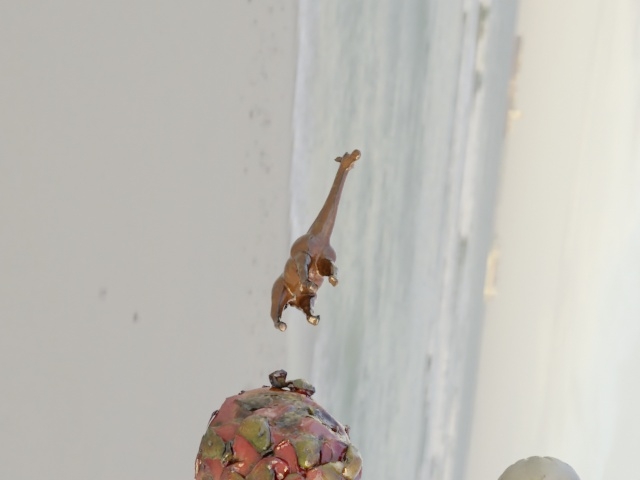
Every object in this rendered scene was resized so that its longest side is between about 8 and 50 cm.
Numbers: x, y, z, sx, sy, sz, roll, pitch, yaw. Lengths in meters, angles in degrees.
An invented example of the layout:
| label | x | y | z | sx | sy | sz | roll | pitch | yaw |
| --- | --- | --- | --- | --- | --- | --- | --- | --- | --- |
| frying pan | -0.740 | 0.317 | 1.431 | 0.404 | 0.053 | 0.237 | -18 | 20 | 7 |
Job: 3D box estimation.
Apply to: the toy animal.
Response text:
| label | x | y | z | sx | sy | sz | roll | pitch | yaw |
| --- | --- | --- | --- | --- | --- | --- | --- | --- | --- |
| toy animal | 0.000 | 0.000 | 1.626 | 0.224 | 0.066 | 0.230 | -58 | -164 | 25 |

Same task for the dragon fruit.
| label | x | y | z | sx | sy | sz | roll | pitch | yaw |
| --- | --- | --- | --- | --- | --- | --- | --- | --- | --- |
| dragon fruit | -0.032 | 0.416 | 2.013 | 0.296 | 0.263 | 0.314 | -23 | 111 | -37 |

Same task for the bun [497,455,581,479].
| label | x | y | z | sx | sy | sz | roll | pitch | yaw |
| --- | --- | --- | --- | --- | --- | --- | --- | --- | --- |
| bun | 0.323 | 0.364 | 1.775 | 0.138 | 0.138 | 0.094 | 88 | -3 | -46 |
